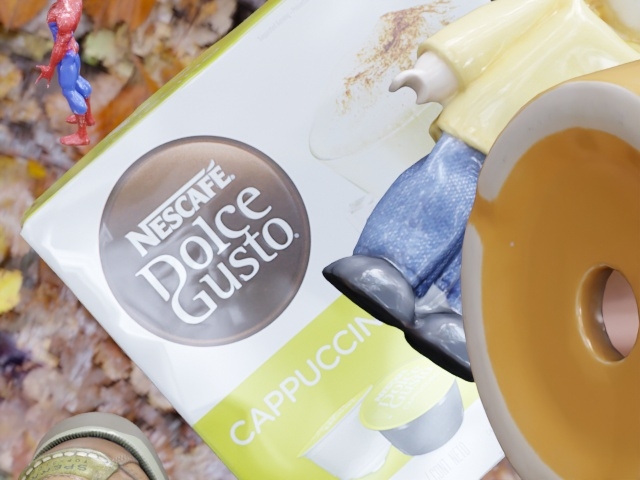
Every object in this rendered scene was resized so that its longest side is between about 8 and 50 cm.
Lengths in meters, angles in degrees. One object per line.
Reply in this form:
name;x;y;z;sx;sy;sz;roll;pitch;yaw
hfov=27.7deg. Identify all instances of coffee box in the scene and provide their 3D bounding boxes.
coffee box;0.000;0.000;1.001;0.338;0.338;0.334;-41;100;-8

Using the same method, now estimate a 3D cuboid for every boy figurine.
boy figurine;0.130;-0.059;0.691;0.177;0.092;0.285;39;83;-4

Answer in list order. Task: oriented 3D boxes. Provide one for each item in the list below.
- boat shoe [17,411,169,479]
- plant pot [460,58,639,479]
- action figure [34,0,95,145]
boat shoe;-0.096;0.257;0.788;0.307;0.111;0.104;58;11;-16
plant pot;0.154;0.013;0.394;0.188;0.205;0.205;-4;67;-25
action figure;-0.159;-0.114;0.807;0.030;0.115;0.038;7;40;2
